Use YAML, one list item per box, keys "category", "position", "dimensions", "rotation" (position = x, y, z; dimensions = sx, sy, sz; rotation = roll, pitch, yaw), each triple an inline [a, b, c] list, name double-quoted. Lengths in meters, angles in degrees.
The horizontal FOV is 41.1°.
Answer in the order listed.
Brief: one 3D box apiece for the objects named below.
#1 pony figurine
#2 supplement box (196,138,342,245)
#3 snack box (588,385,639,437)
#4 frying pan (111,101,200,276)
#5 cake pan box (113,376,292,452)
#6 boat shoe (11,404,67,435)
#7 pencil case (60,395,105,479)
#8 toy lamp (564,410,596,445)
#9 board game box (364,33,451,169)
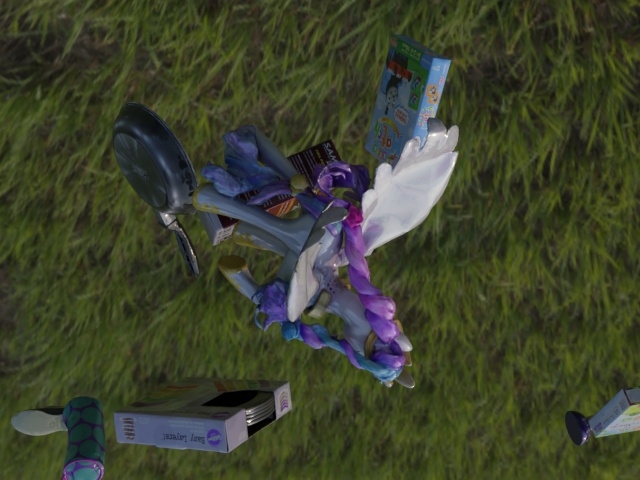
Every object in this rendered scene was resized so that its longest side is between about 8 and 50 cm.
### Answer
- category: "pony figurine"
  position: [0.000, 0.000, 1.101]
  dimensions: [0.363, 0.303, 0.351]
  rotation: [36, 142, 27]
- category: "supplement box"
  position: [-0.084, -0.079, 1.433]
  dimensions: [0.239, 0.073, 0.130]
  rotation: [-25, 175, -13]
- category: "snack box"
  position: [0.549, 0.298, 1.501]
  dimensions: [0.100, 0.037, 0.141]
  rotation: [-4, 147, -15]
- category: "frying pan"
  position: [-0.268, -0.081, 1.366]
  dimensions: [0.197, 0.053, 0.326]
  rotation: [42, 147, 20]
- category: "cake pan box"
  position: [-0.217, 0.329, 1.641]
  dimensions: [0.267, 0.246, 0.070]
  rotation: [-2, 99, 28]
- category: "boat shoe"
  position: [-0.484, 0.320, 1.541]
  dimensions: [0.137, 0.043, 0.049]
  rotation: [-2, 104, -8]
- category: "pencil case"
  position: [-0.392, 0.330, 1.407]
  dimensions: [0.070, 0.151, 0.064]
  rotation: [-15, 125, -6]
- category: "toy lamp"
  position: [0.630, 0.339, 1.705]
  dimensions: [0.275, 0.080, 0.080]
  rotation: [-13, 136, -10]
- category: "board game box"
  position: [0.144, -0.228, 1.459]
  dimensions: [0.039, 0.160, 0.211]
  rotation: [2, 115, -23]
